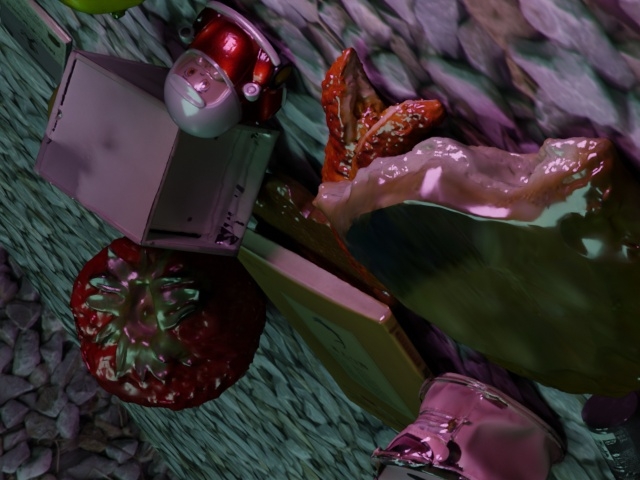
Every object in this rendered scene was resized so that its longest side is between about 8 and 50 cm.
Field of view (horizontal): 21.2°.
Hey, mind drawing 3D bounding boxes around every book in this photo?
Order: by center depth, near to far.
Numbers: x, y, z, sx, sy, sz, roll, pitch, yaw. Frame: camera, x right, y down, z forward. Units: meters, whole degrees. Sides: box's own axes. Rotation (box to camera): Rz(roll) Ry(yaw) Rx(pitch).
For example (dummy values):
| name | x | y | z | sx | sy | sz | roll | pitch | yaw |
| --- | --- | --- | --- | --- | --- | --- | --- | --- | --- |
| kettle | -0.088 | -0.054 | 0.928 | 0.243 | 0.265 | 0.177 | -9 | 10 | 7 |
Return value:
| name | x | y | z | sx | sy | sz | roll | pitch | yaw |
| --- | --- | --- | --- | --- | --- | --- | --- | --- | --- |
| book | 0.052 | 0.136 | 1.971 | 0.269 | 0.032 | 0.389 | 29 | 162 | 39 |
| book | -0.373 | -0.273 | 2.237 | 0.127 | 0.014 | 0.181 | 47 | 163 | 2 |

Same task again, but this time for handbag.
| name | x | y | z | sx | sy | sz | roll | pitch | yaw |
| --- | --- | --- | --- | --- | --- | --- | --- | --- | --- |
| handbag | 0.153 | 0.233 | 1.806 | 0.179 | 0.116 | 0.205 | 27 | 158 | 10 |

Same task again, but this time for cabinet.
| name | x | y | z | sx | sy | sz | roll | pitch | yaw |
| --- | --- | --- | --- | --- | --- | --- | --- | --- | --- |
| cabinet | -0.171 | -0.093 | 1.815 | 0.150 | 0.145 | 0.206 | 7 | -162 | -45 |

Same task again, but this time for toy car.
| name | x | y | z | sx | sy | sz | roll | pitch | yaw |
| --- | --- | --- | --- | --- | --- | --- | --- | --- | --- |
| toy car | -0.098 | -0.148 | 1.656 | 0.112 | 0.112 | 0.139 | 41 | 162 | 20 |

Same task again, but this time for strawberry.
| name | x | y | z | sx | sy | sz | roll | pitch | yaw |
| --- | --- | --- | --- | --- | --- | --- | --- | --- | --- |
| strawberry | -0.183 | 0.101 | 2.259 | 0.257 | 0.257 | 0.277 | 43 | -164 | 15 |

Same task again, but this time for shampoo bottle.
| name | x | y | z | sx | sy | sz | roll | pitch | yaw |
| --- | --- | --- | --- | --- | --- | --- | --- | --- | --- |
| shampoo bottle | 0.305 | 0.225 | 1.578 | 0.207 | 0.063 | 0.057 | 57 | 171 | -28 |

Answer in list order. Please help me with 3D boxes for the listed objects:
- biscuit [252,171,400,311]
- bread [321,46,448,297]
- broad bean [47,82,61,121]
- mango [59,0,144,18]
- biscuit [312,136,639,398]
| name | x | y | z | sx | sy | sz | roll | pitch | yaw |
| --- | --- | --- | --- | --- | --- | --- | --- | --- | --- |
| biscuit | 0.000 | 0.000 | 1.862 | 0.208 | 0.041 | 0.290 | 46 | 165 | -6 |
| bread | 0.055 | -0.049 | 1.533 | 0.139 | 0.095 | 0.269 | 29 | 152 | 29 |
| broad bean | -0.232 | -0.094 | 2.103 | 0.291 | 0.119 | 0.238 | 33 | 158 | 44 |
| mango | -0.237 | -0.321 | 1.552 | 0.273 | 0.149 | 0.185 | 49 | 172 | 18 |
| biscuit | 0.149 | 0.006 | 1.366 | 0.329 | 0.078 | 0.335 | 32 | 150 | 6 |
